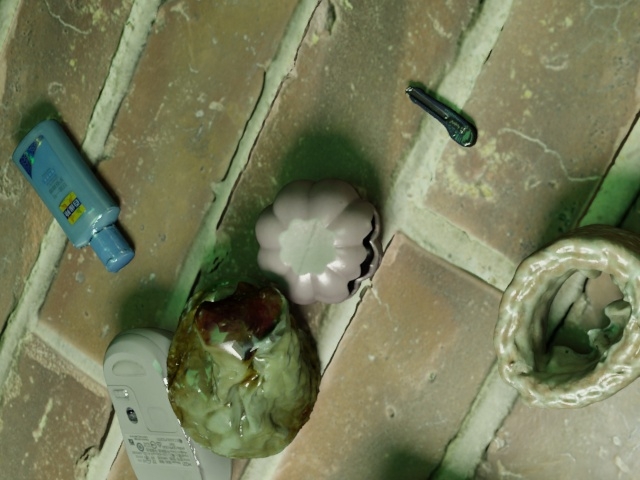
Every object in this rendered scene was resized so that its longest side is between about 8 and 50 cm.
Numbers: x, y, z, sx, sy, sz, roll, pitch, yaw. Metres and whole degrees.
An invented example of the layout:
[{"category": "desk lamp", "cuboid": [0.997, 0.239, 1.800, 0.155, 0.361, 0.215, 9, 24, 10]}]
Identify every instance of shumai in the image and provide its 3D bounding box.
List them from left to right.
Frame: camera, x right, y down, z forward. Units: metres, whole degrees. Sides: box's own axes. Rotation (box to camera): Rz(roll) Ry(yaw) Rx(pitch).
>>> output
[{"category": "shumai", "cuboid": [-0.095, 0.187, 1.472, 0.222, 0.203, 0.272, -29, 105, -12]}]

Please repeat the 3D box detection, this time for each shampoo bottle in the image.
[{"category": "shampoo bottle", "cuboid": [-0.381, -0.064, 1.708, 0.104, 0.061, 0.258, -44, 77, 25]}]

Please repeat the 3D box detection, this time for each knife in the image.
[{"category": "knife", "cuboid": [0.161, -0.167, 1.452, 0.121, 0.018, 0.031, 40, 109, 19]}]

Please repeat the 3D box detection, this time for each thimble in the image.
[{"category": "thimble", "cuboid": [0.319, 0.092, 1.330, 0.229, 0.148, 0.196, -39, 78, 22]}]

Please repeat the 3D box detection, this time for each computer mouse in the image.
[{"category": "computer mouse", "cuboid": [-0.220, 0.259, 1.633, 0.184, 0.121, 0.297, -12, 105, 38]}]

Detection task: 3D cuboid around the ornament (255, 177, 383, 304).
[{"category": "ornament", "cuboid": [0.000, 0.000, 1.481, 0.177, 0.177, 0.178, 3, 97, 26]}]
